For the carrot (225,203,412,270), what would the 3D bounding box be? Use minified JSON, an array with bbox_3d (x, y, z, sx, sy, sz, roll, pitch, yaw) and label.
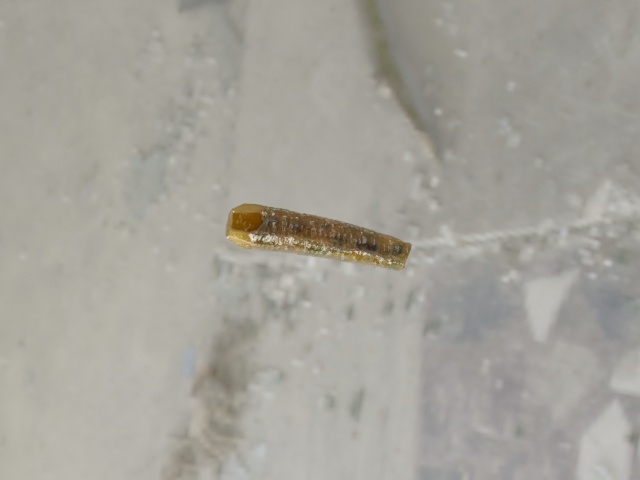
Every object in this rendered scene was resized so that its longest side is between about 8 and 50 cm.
[{"bbox_3d":[0.000,0.000,1.580,0.042,0.171,0.042,-168,90,-73],"label":"carrot"}]
